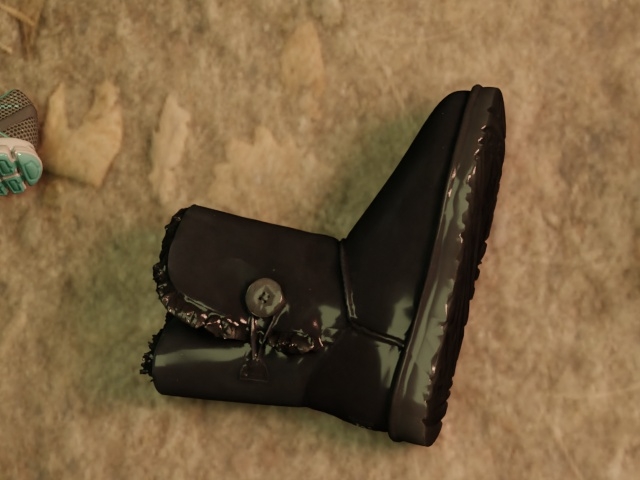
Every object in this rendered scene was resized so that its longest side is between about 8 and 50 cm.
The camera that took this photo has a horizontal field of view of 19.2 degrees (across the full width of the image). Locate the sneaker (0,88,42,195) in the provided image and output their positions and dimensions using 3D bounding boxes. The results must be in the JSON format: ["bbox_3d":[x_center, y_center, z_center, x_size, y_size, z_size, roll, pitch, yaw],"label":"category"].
[{"bbox_3d":[-0.275,-0.071,1.369,0.167,0.065,0.076,-3,59,13],"label":"sneaker"}]

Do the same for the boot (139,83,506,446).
[{"bbox_3d":[0.000,0.000,1.241,0.207,0.094,0.246,13,86,15],"label":"boot"}]
